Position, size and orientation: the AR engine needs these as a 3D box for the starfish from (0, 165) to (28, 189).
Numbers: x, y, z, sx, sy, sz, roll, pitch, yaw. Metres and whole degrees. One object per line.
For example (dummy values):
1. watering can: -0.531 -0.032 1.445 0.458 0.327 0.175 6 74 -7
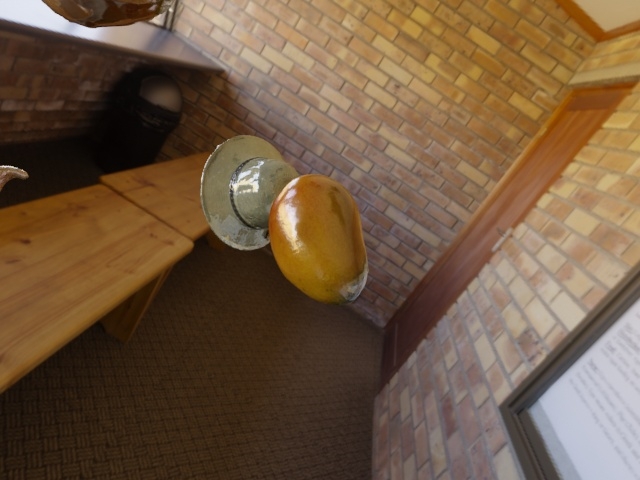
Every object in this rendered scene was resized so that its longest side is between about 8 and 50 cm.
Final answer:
1. starfish: -0.301 0.052 0.267 0.094 0.327 0.375 50 -17 -19

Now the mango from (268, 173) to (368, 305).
1. mango: -0.006 -0.001 0.732 0.120 0.152 0.221 59 22 -72

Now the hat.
1. hat: -0.114 -0.100 0.970 0.130 0.257 0.257 6 -7 44

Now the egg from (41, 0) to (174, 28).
1. egg: -0.255 -0.367 0.553 0.195 0.195 0.233 36 62 23
